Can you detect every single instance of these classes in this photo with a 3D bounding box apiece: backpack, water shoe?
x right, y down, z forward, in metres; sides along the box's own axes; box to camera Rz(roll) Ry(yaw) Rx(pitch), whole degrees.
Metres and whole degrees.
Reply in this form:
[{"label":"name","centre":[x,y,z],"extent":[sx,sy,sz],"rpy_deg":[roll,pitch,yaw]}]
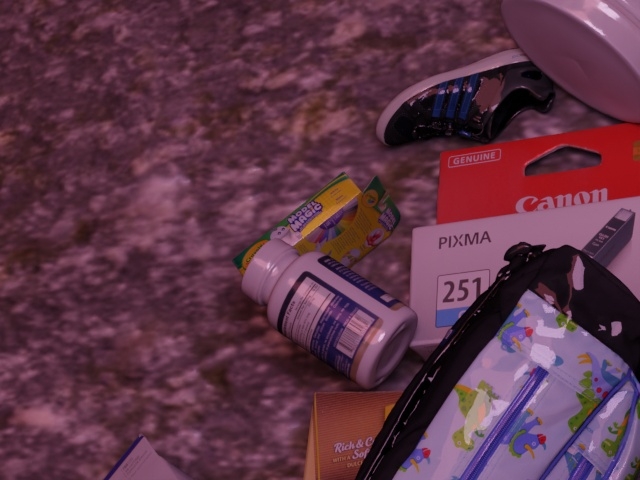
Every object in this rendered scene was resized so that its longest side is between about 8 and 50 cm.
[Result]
[{"label":"backpack","centre":[0.145,0.212,1.393],"extent":[0.355,0.290,0.273],"rpy_deg":[-41,83,-11]},{"label":"water shoe","centre":[0.159,-0.144,1.780],"extent":[0.203,0.073,0.080],"rpy_deg":[-25,60,7]}]

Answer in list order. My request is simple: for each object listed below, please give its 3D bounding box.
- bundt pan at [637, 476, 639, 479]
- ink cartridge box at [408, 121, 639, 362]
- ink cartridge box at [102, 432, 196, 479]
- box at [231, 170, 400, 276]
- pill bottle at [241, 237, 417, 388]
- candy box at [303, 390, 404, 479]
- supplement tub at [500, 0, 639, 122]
[{"label":"bundt pan","centre":[0.401,0.327,1.410],"extent":[0.331,0.124,0.331],"rpy_deg":[-8,62,16]},{"label":"ink cartridge box","centre":[0.241,-0.013,1.665],"extent":[0.296,0.066,0.261],"rpy_deg":[-8,61,25]},{"label":"ink cartridge box","centre":[-0.140,0.350,1.590],"extent":[0.165,0.065,0.333],"rpy_deg":[-51,43,6]},{"label":"box","centre":[0.000,0.000,1.745],"extent":[0.179,0.105,0.043],"rpy_deg":[-37,56,-1]},{"label":"pill bottle","centre":[0.006,0.069,1.633],"extent":[0.169,0.094,0.094],"rpy_deg":[33,78,20]},{"label":"candy box","centre":[0.071,0.306,1.566],"extent":[0.183,0.087,0.316],"rpy_deg":[-2,63,19]},{"label":"supplement tub","centre":[0.365,-0.309,1.692],"extent":[0.235,0.235,0.325],"rpy_deg":[34,79,31]}]
